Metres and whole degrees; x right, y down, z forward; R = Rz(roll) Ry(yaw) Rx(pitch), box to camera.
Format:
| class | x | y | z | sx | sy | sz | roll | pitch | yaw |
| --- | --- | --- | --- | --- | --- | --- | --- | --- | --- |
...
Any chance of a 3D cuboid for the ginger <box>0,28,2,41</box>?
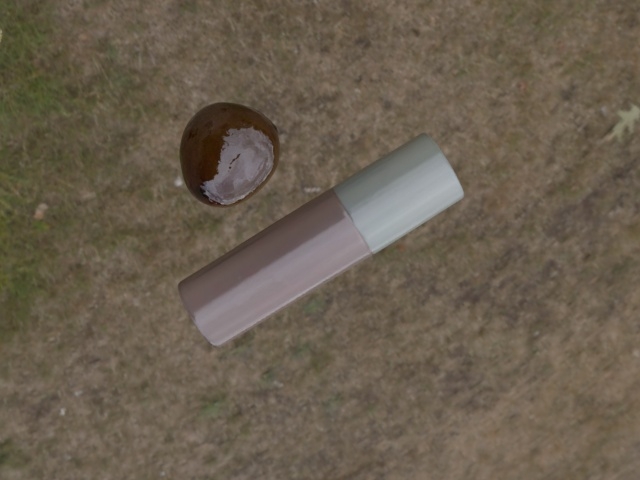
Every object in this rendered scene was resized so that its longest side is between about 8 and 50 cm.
| class | x | y | z | sx | sy | sz | roll | pitch | yaw |
| --- | --- | --- | --- | --- | --- | --- | --- | --- | --- |
| ginger | -0.688 | -0.382 | 1.454 | 0.118 | 0.299 | 0.065 | 95 | 18 | -57 |

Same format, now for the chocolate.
| class | x | y | z | sx | sy | sz | roll | pitch | yaw |
| --- | --- | --- | --- | --- | --- | --- | --- | --- | --- |
| chocolate | -0.153 | -0.135 | 1.336 | 0.177 | 0.176 | 0.176 | -19 | 140 | -17 |

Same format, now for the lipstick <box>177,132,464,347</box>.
| class | x | y | z | sx | sy | sz | roll | pitch | yaw |
| --- | --- | --- | --- | --- | --- | --- | --- | --- | --- |
| lipstick | 0.000 | 0.000 | 0.736 | 0.254 | 0.070 | 0.070 | -31 | 142 | 3 |
